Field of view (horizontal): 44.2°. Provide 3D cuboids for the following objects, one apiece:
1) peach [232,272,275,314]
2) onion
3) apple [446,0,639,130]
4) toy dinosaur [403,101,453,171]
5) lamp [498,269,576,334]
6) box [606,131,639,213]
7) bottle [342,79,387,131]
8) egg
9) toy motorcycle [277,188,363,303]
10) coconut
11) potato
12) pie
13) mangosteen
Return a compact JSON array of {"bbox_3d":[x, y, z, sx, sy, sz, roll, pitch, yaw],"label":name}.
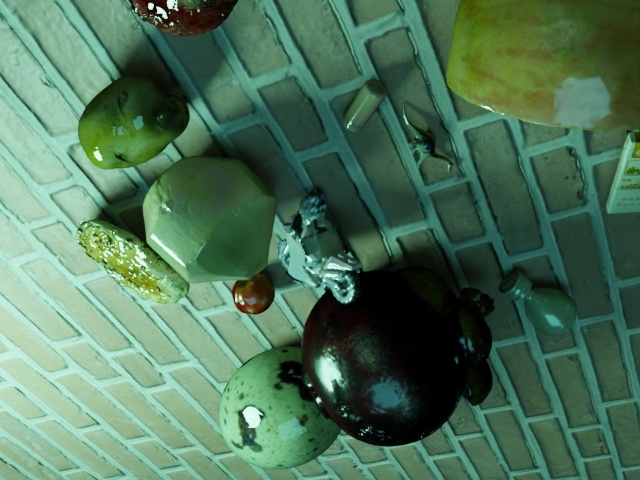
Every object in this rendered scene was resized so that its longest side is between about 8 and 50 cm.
[{"bbox_3d":[-0.146,0.121,1.752,0.101,0.100,0.100,1,137,1],"label":"peach"},{"bbox_3d":[-0.206,-0.384,1.178,0.184,0.147,0.184,-5,126,-7],"label":"onion"},{"bbox_3d":[0.355,-0.306,1.175,0.309,0.314,0.252,9,173,5],"label":"apple"},{"bbox_3d":[0.185,-0.178,1.466,0.058,0.037,0.180,-40,134,7],"label":"toy dinosaur"},{"bbox_3d":[0.486,0.137,1.749,0.193,0.106,0.106,35,128,-19],"label":"lamp"},{"bbox_3d":[0.619,-0.126,1.484,0.122,0.032,0.220,-2,147,6],"label":"box"},{"bbox_3d":[0.077,-0.237,1.398,0.045,0.045,0.096,19,136,-18],"label":"bottle"},{"bbox_3d":[-0.096,0.408,1.918,0.288,0.287,0.379,22,151,-21],"label":"egg"},{"bbox_3d":[-0.004,0.001,1.572,0.239,0.108,0.204,18,116,30],"label":"toy motorcycle"},{"bbox_3d":[-0.201,-0.029,1.500,0.259,0.259,0.259,1,137,1],"label":"coconut"},{"bbox_3d":[-0.331,-0.203,1.379,0.200,0.137,0.154,-24,132,23],"label":"potato"},{"bbox_3d":[-0.386,0.048,1.630,0.274,0.055,0.274,27,156,13],"label":"pie"},{"bbox_3d":[0.162,0.244,1.696,0.421,0.381,0.381,-13,144,-28],"label":"mangosteen"}]
